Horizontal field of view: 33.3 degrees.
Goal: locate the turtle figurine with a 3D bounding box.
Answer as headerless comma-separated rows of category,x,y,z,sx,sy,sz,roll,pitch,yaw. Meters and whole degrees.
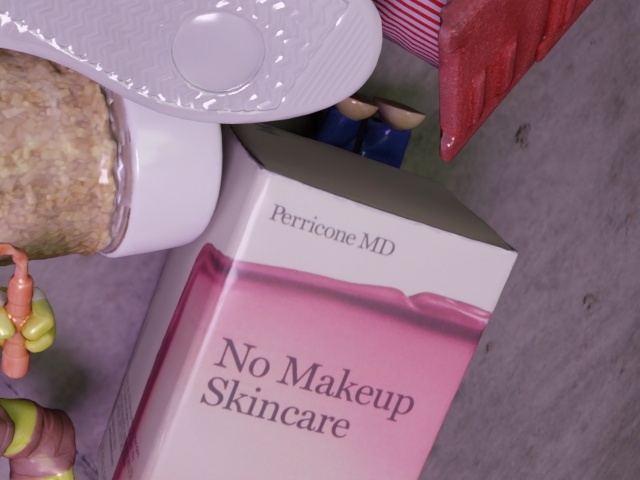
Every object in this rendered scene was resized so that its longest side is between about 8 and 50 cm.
turtle figurine,-0.222,0.084,0.487,0.269,0.087,0.217,-30,150,1

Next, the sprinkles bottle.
sprinkles bottle,-0.225,-0.031,0.472,0.355,0.121,0.121,-10,111,-30

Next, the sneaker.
sneaker,-0.098,-0.137,0.473,0.256,0.151,0.094,11,126,-9

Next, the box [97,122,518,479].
box,-0.017,0.069,0.596,0.148,0.127,0.232,17,105,-19

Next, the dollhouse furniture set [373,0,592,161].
dollhouse furniture set,0.019,-0.222,0.420,0.152,0.201,0.374,-47,158,-14

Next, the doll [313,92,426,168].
doll,0.000,0.000,0.673,0.129,0.046,0.189,7,107,-35
